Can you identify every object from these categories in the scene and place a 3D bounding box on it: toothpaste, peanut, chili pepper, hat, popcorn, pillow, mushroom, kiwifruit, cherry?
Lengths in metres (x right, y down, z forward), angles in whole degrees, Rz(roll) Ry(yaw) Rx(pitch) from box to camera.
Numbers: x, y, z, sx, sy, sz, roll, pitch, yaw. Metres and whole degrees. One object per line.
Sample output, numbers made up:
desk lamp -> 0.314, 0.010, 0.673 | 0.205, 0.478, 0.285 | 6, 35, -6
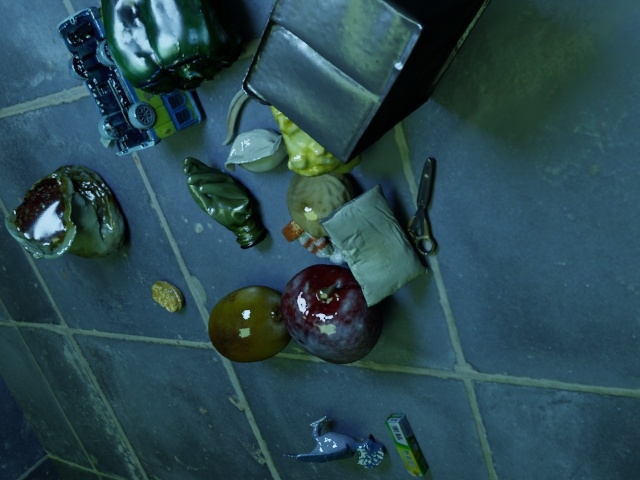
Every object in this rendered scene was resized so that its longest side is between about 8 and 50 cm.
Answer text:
toothpaste -> 0.221, 0.523, 1.699 | 0.043, 0.037, 0.178 | -9, 112, 42
peanut -> -0.001, -0.083, 1.386 | 0.140, 0.159, 0.109 | 2, 161, 19
chili pepper -> -0.299, -0.434, 1.332 | 0.248, 0.233, 0.257 | -16, 100, 26
hat -> 0.000, 0.000, 1.482 | 0.162, 0.093, 0.112 | 45, 158, -5
popcorn -> 0.012, -0.229, 1.234 | 0.192, 0.233, 0.266 | -22, 144, 18
pillow -> 0.109, 0.014, 1.350 | 0.230, 0.148, 0.050 | 59, 178, -24
mushroom -> -0.148, -0.295, 1.435 | 0.306, 0.043, 0.068 | -25, 77, 46
kiwifruit -> -0.171, 0.209, 1.679 | 0.196, 0.196, 0.234 | 53, 137, -5
cherry -> 0.029, 0.172, 1.491 | 0.230, 0.203, 0.300 | 15, 143, 22

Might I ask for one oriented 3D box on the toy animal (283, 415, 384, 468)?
toy animal -> 0.030, 0.563, 1.790 | 0.255, 0.239, 0.176 | -29, 67, 5

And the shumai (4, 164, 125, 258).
shumai -> -0.755, -0.052, 1.875 | 0.330, 0.288, 0.292 | 14, 127, 28

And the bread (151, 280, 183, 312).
bread -> -0.451, 0.164, 1.963 | 0.110, 0.044, 0.083 | 30, 131, 21

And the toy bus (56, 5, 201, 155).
toy bus -> -0.422, -0.366, 1.482 | 0.152, 0.190, 0.312 | -7, 114, 41

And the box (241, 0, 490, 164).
box -> 0.085, -0.320, 1.024 | 0.204, 0.345, 0.251 | 39, 133, 8

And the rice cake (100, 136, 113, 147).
rice cake -> -0.530, -0.296, 1.725 | 0.033, 0.029, 0.171 | 49, 135, -5

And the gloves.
gloves -> -0.229, -0.095, 1.580 | 0.135, 0.107, 0.268 | -19, 123, 38

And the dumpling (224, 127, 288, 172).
dumpling -> -0.149, -0.184, 1.437 | 0.169, 0.134, 0.100 | 13, 126, 34

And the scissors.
scissors -> 0.203, -0.068, 1.331 | 0.088, 0.017, 0.220 | 23, 129, 24
